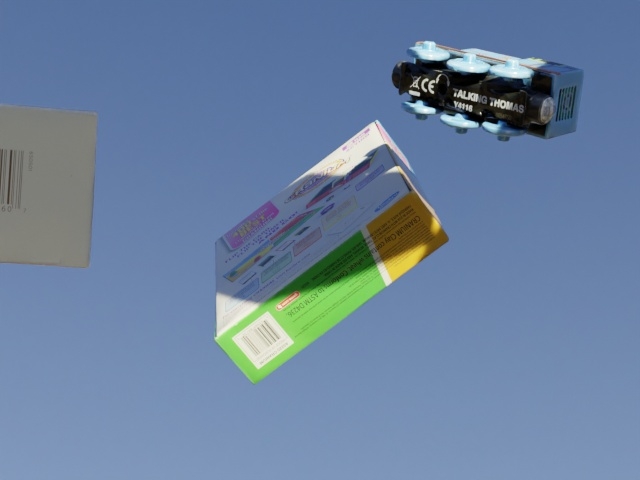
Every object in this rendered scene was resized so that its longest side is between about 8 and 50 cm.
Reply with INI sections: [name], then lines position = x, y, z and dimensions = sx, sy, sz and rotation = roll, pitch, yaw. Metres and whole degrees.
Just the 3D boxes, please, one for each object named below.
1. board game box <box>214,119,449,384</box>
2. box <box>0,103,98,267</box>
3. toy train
[board game box]
position = 0.000, 0.000, 1.493
dimensions = 0.242, 0.316, 0.064
rotation = -37, -74, 8
[box]
position = -0.214, -0.036, 0.847
dimensions = 0.130, 0.091, 0.170
rotation = 3, 2, -20
[toy train]
position = 0.158, -0.144, 1.357
dimensions = 0.184, 0.080, 0.105
rotation = 19, 21, 39
